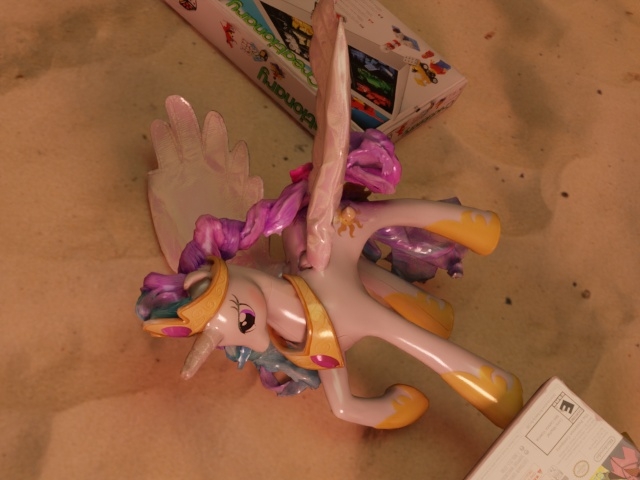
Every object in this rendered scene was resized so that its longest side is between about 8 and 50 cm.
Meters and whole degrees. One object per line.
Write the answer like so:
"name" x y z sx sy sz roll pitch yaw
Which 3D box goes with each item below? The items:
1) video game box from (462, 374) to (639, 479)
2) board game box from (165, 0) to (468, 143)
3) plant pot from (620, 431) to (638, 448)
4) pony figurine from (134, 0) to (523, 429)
"video game box" 0.205 0.252 1.299 0.187 0.048 0.205 41 73 7
"board game box" -0.008 -0.226 1.673 0.305 0.053 0.193 43 46 14
"plant pot" 0.254 0.239 1.382 0.083 0.081 0.081 -19 61 -22
"pony figurine" 0.000 0.000 1.362 0.364 0.303 0.351 19 53 -31
